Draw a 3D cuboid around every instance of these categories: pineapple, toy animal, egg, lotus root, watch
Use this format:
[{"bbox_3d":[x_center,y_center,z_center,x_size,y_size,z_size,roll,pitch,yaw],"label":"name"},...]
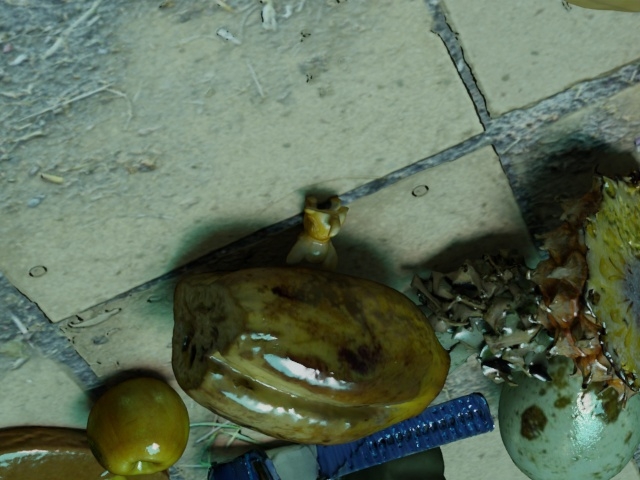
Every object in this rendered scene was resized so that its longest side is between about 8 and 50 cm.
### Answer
[{"bbox_3d":[0.226,0.065,2.057,0.272,0.262,0.262,-14,150,35],"label":"pineapple"},{"bbox_3d":[0.000,0.000,1.968,0.060,0.081,0.083,0,119,-26],"label":"toy animal"},{"bbox_3d":[0.290,0.191,2.237,0.169,0.169,0.231,-10,146,-10],"label":"egg"},{"bbox_3d":[-0.008,0.121,1.998,0.291,0.193,0.193,11,134,-26],"label":"lotus root"},{"bbox_3d":[0.019,0.236,2.193,0.276,0.068,0.274,-12,169,-22],"label":"watch"}]

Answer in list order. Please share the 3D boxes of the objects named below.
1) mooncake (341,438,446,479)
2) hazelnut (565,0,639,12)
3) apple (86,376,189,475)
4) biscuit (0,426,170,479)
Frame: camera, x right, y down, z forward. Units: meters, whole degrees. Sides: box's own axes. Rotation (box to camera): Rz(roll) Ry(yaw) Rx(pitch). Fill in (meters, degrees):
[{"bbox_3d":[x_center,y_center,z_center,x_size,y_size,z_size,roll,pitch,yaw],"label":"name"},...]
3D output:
[{"bbox_3d":[0.092,0.311,2.312,0.104,0.175,0.168,1,97,-18],"label":"mooncake"},{"bbox_3d":[0.246,-0.304,1.590,0.261,0.241,0.261,12,149,7],"label":"hazelnut"},{"bbox_3d":[-0.198,0.204,2.114,0.114,0.102,0.099,-20,144,4],"label":"apple"},{"bbox_3d":[-0.328,0.314,2.238,0.262,0.052,0.277,17,130,-37],"label":"biscuit"}]
